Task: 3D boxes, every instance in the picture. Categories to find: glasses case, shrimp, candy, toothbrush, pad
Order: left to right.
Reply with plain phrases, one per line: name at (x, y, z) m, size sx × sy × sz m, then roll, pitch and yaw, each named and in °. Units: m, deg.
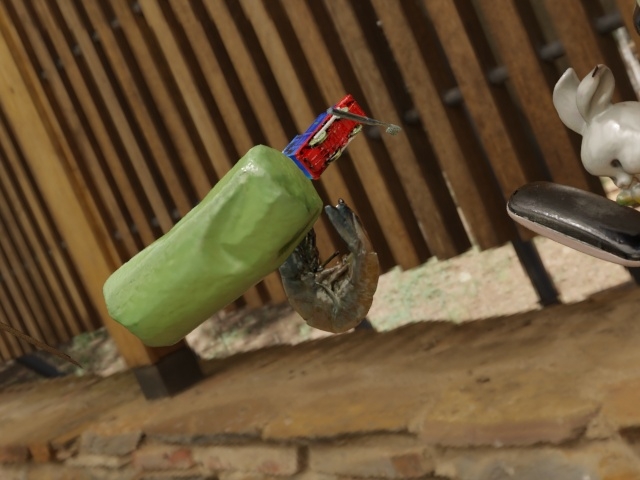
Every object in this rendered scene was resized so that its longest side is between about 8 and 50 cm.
pad at (-0.470, 0.154, 1.424) m, size 0.004 × 0.193 × 0.116 m, roll -61°, pitch 24°, yaw -11°
candy at (-0.148, 0.017, 1.219) m, size 0.343 × 0.142 × 0.132 m, roll -40°, pitch -11°, yaw 25°
shrimp at (-0.004, 0.003, 1.336) m, size 0.178 × 0.289 × 0.075 m, roll -15°, pitch 2°, yaw 35°
toothbrush at (0.089, -0.237, 1.779) m, size 0.219 × 0.016 × 0.019 m, roll 7°, pitch -50°, yaw -48°
glasses case at (0.495, -0.036, 1.674) m, size 0.314 × 0.075 × 0.122 m, roll 26°, pitch 46°, yaw 38°

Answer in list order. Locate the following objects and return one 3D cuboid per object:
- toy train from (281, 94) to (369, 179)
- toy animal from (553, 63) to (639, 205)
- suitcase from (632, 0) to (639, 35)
toy train at (0.009, -0.231, 2.035) m, size 0.204 × 0.083 × 0.131 m, roll -51°, pitch 23°, yaw -24°
toy animal at (0.551, -0.183, 1.463) m, size 0.309 × 0.247 × 0.183 m, roll -9°, pitch 5°, yaw 10°
suitcase at (0.531, -0.389, 1.171) m, size 0.194 × 0.339 × 0.352 m, roll 99°, pitch -171°, yaw -58°
